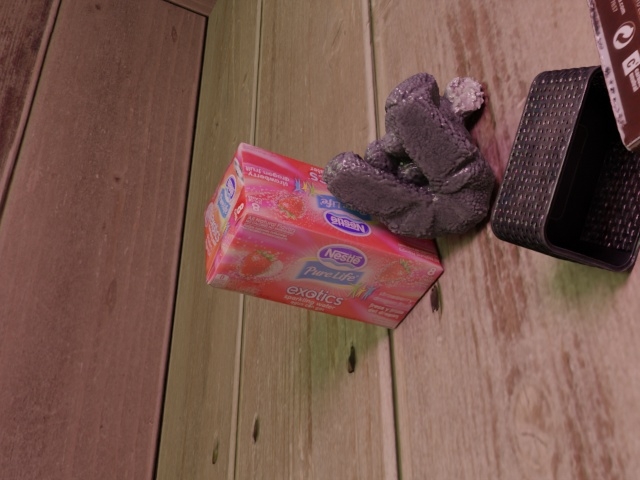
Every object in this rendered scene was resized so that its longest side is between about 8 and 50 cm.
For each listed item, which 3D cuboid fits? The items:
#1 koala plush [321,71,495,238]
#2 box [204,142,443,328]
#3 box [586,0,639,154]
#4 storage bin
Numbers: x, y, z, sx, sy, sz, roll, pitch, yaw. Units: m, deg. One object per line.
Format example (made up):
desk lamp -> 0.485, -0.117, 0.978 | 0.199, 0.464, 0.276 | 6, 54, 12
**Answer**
koala plush -> 0.143, -0.128, 0.999 | 0.196, 0.203, 0.221 | -46, 14, 32
box -> 0.000, 0.000, 1.026 | 0.142, 0.300, 0.154 | -56, 29, 35
box -> 0.331, -0.141, 0.513 | 0.167, 0.203, 0.168 | -43, 38, 49
storage bin -> 0.260, -0.071, 0.724 | 0.084, 0.122, 0.180 | 17, 91, 66
